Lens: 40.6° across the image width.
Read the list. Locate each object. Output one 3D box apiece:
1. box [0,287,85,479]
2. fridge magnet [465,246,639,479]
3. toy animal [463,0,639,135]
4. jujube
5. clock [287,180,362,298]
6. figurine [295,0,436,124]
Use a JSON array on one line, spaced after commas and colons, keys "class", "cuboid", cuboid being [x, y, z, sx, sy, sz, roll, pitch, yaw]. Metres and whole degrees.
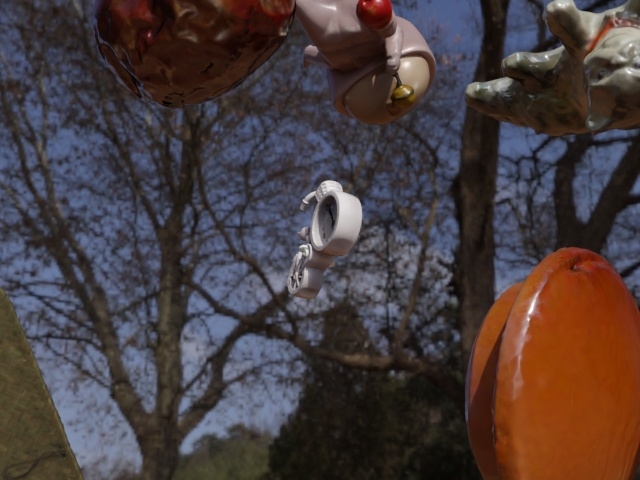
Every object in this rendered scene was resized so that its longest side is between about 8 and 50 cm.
[{"class": "box", "cuboid": [-0.270, 0.166, 0.589, 0.184, 0.273, 0.143, -26, 19, -26]}, {"class": "fridge magnet", "cuboid": [0.297, 0.189, 1.055, 0.155, 0.364, 0.363, 1, -19, 41]}, {"class": "toy animal", "cuboid": [0.361, -0.206, 1.230, 0.307, 0.188, 0.266, -17, -18, 17]}, {"class": "jujube", "cuboid": [-0.140, -0.245, 0.947, 0.243, 0.183, 0.183, -18, -30, 39]}, {"class": "clock", "cuboid": [0.000, 0.000, 0.913, 0.041, 0.087, 0.129, 13, -57, -26]}, {"class": "figurine", "cuboid": [0.056, -0.241, 1.149, 0.176, 0.186, 0.287, -20, -25, 12]}]
